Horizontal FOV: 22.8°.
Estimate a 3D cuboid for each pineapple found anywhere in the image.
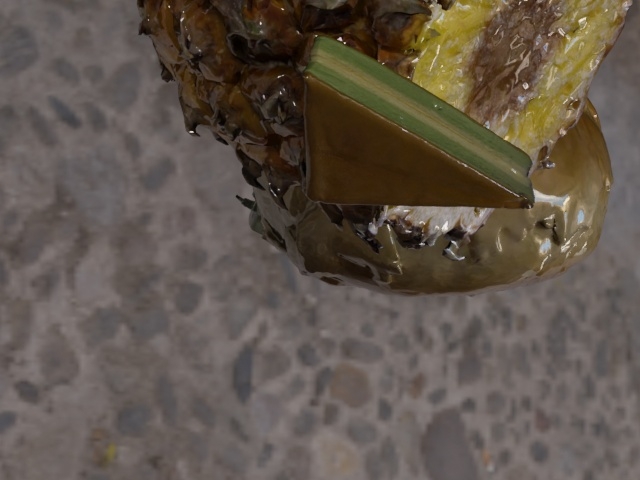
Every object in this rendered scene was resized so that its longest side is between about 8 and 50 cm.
[{"bbox_3d":[0.040,-0.185,1.178,0.352,0.300,0.352,-44,155,-27],"label":"pineapple"}]

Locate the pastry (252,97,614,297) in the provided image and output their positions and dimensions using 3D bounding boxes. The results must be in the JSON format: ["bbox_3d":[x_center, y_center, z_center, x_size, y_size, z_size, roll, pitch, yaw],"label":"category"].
[{"bbox_3d":[0.105,-0.095,1.612,0.409,0.409,0.245,-25,120,-46],"label":"pastry"}]

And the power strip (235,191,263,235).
[{"bbox_3d":[0.000,0.000,1.867,0.226,0.029,0.080,26,23,-9],"label":"power strip"}]

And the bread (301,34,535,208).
[{"bbox_3d":[0.061,-0.071,0.951,0.074,0.139,0.084,-73,165,-61],"label":"bread"}]
